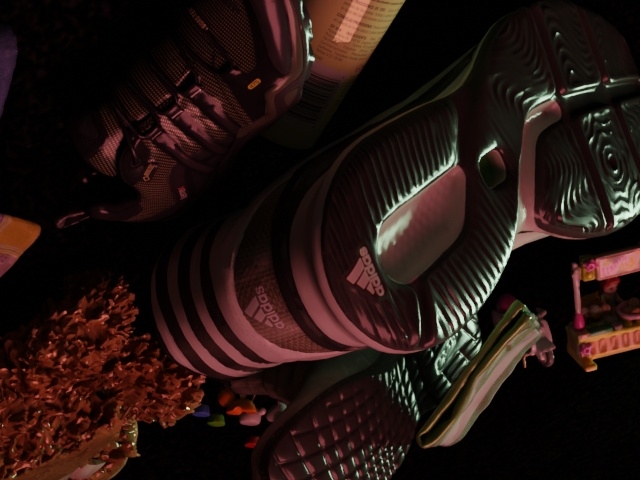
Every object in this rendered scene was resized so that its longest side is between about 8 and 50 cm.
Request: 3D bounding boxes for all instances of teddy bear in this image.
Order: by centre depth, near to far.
[{"bbox_3d":[-0.209,0.115,1.075,0.338,0.113,0.245,-19,157,-45],"label":"teddy bear"}]

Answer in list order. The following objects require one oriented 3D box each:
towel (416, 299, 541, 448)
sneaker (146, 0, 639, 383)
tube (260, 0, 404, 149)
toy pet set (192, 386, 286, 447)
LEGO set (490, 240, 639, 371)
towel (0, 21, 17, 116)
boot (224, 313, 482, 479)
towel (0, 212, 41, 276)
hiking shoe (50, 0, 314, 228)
[{"bbox_3d":[0.106,0.092,1.041,0.113,0.023,0.152,-55,170,1],"label":"towel"},{"bbox_3d":[0.044,-0.035,1.099,0.257,0.169,0.447,-15,-171,39],"label":"sneaker"},{"bbox_3d":[0.030,-0.163,0.931,0.240,0.062,0.070,-56,-169,27],"label":"tube"},{"bbox_3d":[-0.033,0.129,1.356,0.114,0.065,0.122,-5,158,19],"label":"toy pet set"},{"bbox_3d":[0.303,0.029,1.520,0.287,0.132,0.107,-23,117,-30],"label":"LEGO set"},{"bbox_3d":[-0.214,-0.080,0.803,0.119,0.029,0.067,-12,146,-38],"label":"towel"},{"bbox_3d":[-0.008,0.109,1.123,0.246,0.161,0.083,-36,119,-46],"label":"boot"},{"bbox_3d":[-0.212,0.004,0.967,0.060,0.009,0.083,-43,153,16],"label":"towel"},{"bbox_3d":[-0.083,-0.079,0.895,0.114,0.086,0.227,-20,151,-35],"label":"hiking shoe"}]
